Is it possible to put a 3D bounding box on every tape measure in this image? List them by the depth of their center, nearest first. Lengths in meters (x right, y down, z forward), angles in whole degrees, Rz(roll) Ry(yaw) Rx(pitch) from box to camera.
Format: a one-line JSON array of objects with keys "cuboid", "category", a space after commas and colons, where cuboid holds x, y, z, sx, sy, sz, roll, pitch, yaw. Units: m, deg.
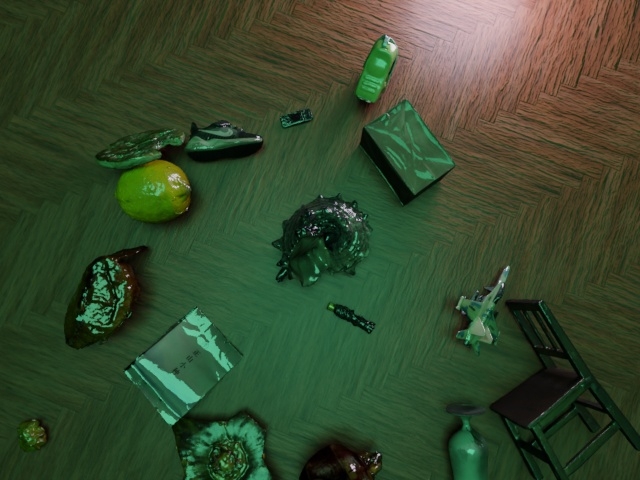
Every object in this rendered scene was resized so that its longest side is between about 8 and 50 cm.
[{"cuboid": [0.165, -0.492, 1.286, 0.087, 0.154, 0.178, 27, 113, 6], "category": "tape measure"}]

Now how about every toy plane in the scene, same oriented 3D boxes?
[{"cuboid": [0.455, 0.180, 1.236, 0.192, 0.088, 0.262, 42, 63, -23], "category": "toy plane"}]

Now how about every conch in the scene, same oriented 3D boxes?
[{"cuboid": [0.008, 0.007, 1.220, 0.312, 0.186, 0.241, -33, 90, -24], "category": "conch"}]

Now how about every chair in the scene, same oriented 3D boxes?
[{"cuboid": [0.557, 0.390, 1.147, 0.240, 0.203, 0.416, -34, 85, -6], "category": "chair"}]

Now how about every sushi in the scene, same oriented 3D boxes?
[{"cuboid": [-0.577, 0.146, 1.199, 0.166, 0.179, 0.297, 11, 85, -16], "category": "sushi"}]

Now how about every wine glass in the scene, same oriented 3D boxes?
[{"cuboid": [0.387, 0.558, 1.172, 0.103, 0.103, 0.231, -4, 85, -1], "category": "wine glass"}]

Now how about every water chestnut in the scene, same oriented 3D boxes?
[{"cuboid": [0.065, 0.614, 1.105, 0.238, 0.223, 0.224, -23, 83, -19], "category": "water chestnut"}]

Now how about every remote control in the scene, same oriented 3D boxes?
[{"cuboid": [-0.072, -0.364, 1.335, 0.095, 0.014, 0.039, -16, 83, -2], "category": "remote control"}]

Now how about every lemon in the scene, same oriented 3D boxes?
[{"cuboid": [-0.452, -0.130, 1.221, 0.193, 0.180, 0.181, -29, 83, -9], "category": "lemon"}]

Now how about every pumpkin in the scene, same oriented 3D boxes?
[{"cuboid": [-0.238, 0.584, 1.164, 0.289, 0.095, 0.259, -3, 70, -10], "category": "pumpkin"}]

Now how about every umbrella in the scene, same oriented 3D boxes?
[{"cuboid": [0.086, 0.212, 1.247, 0.143, 0.037, 0.040, 28, 96, 0], "category": "umbrella"}]

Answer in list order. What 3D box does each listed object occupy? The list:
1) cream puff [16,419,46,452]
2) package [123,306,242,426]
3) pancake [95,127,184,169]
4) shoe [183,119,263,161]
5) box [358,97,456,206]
[{"cuboid": [-0.768, 0.516, 1.183, 0.083, 0.058, 0.084, 0, 84, 1], "category": "cream puff"}, {"cuboid": [-0.371, 0.336, 1.220, 0.251, 0.062, 0.204, -42, 84, -19], "category": "package"}, {"cuboid": [-0.495, -0.253, 1.228, 0.253, 0.254, 0.037, -15, 121, -3], "category": "pancake"}, {"cuboid": [-0.280, -0.297, 1.287, 0.227, 0.099, 0.112, -9, 75, -1], "category": "shoe"}, {"cuboid": [0.238, -0.242, 1.255, 0.155, 0.149, 0.232, -33, 84, -4], "category": "box"}]
